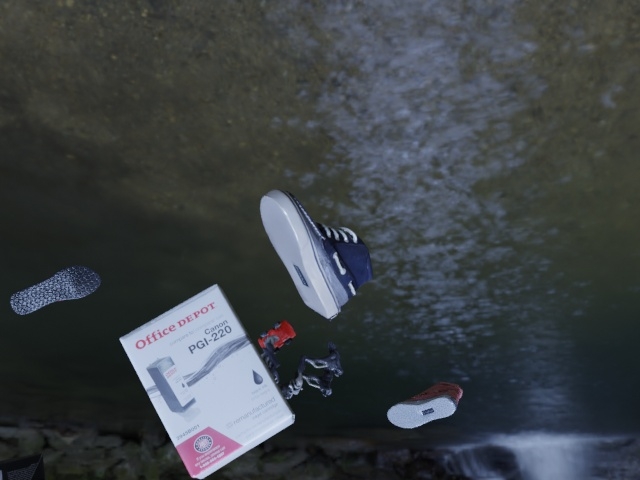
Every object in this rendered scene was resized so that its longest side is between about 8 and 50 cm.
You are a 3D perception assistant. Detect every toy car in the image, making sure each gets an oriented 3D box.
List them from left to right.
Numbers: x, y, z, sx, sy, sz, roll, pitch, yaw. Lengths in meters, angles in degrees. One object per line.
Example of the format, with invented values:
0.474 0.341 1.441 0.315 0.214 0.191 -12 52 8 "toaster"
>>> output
-0.193 0.283 1.699 0.225 0.239 0.053 21 -172 8 "toy car"

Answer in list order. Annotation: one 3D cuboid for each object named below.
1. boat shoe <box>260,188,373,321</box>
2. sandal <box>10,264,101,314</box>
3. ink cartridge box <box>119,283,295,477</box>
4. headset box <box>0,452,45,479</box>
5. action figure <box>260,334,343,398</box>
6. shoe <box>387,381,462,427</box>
0.000 0.000 1.383 0.127 0.158 0.340 28 149 43 "boat shoe"
-0.529 0.095 1.332 0.179 0.067 0.040 -20 -173 -5 "sandal"
-0.156 0.195 0.930 0.159 0.218 0.092 -30 163 -12 "ink cartridge box"
-0.593 0.405 0.972 0.293 0.110 0.218 -14 169 14 "headset box"
-0.095 0.319 1.566 0.276 0.141 0.164 -6 130 -26 "action figure"
0.245 0.381 1.544 0.178 0.063 0.081 -24 -176 33 "shoe"
